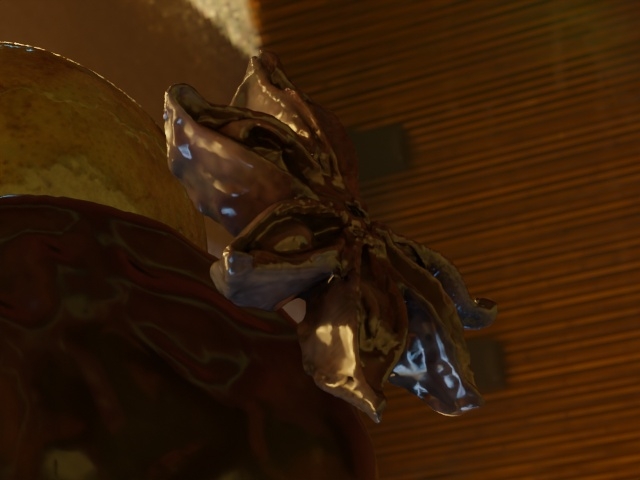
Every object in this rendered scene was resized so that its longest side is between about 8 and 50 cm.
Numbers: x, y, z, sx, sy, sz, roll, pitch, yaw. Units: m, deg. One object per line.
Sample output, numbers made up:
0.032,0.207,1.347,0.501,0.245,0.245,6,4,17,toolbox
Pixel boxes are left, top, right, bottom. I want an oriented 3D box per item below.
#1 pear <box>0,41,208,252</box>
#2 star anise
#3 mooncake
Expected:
-0.243,0.000,1.064,0.304,0.304,0.304,-13,-90,-69,pear
-0.002,0.009,0.665,0.208,0.063,0.172,48,-154,-11,star anise
-0.111,0.110,0.707,0.284,0.155,0.284,24,-147,-17,mooncake
